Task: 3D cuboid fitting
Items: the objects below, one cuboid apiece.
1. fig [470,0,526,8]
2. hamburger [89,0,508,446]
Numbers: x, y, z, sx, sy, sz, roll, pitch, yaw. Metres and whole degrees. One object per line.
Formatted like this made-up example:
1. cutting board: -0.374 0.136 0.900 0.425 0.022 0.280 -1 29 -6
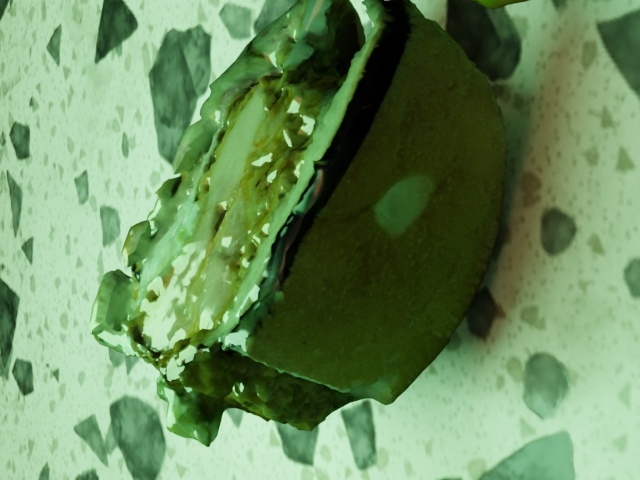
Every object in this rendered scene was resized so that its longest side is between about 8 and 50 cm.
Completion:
1. fig: 0.057 -0.266 0.691 0.316 0.316 0.316 1 92 54
2. hamburger: 0.000 0.000 0.866 0.167 0.192 0.288 28 87 45
